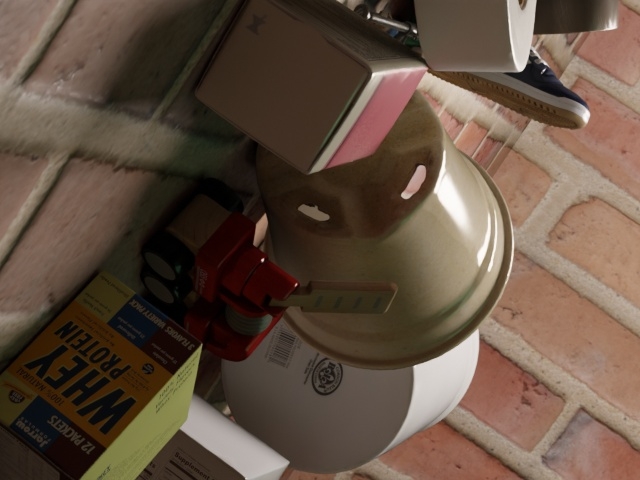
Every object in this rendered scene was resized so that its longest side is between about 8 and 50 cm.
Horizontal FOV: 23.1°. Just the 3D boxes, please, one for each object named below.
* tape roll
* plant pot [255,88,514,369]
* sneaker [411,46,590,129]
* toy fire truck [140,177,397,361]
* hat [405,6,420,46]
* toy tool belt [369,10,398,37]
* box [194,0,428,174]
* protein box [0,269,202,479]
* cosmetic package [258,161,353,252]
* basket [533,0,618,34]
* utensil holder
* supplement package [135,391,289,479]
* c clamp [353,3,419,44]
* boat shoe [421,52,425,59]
[{"bbox_3d":[0.170,-0.323,1.674,0.286,0.100,0.286,2,90,-75],"label":"tape roll"},{"bbox_3d":[0.058,-0.045,1.917,0.334,0.334,0.305,-53,158,-11],"label":"plant pot"},{"bbox_3d":[0.275,-0.270,2.201,0.153,0.282,0.099,-60,155,-6],"label":"sneaker"},{"bbox_3d":[-0.062,0.060,1.783,0.158,0.246,0.217,-49,168,-26],"label":"toy fire truck"},{"bbox_3d":[0.180,-0.357,2.099,0.208,0.173,0.184,-15,104,-83],"label":"hat"},{"bbox_3d":[0.079,-0.259,1.947,0.052,0.051,0.083,-55,169,-1],"label":"toy tool belt"},{"bbox_3d":[-0.004,-0.166,1.608,0.127,0.148,0.232,-58,169,17],"label":"box"},{"bbox_3d":[-0.245,0.179,1.649,0.200,0.136,0.201,-48,168,-28],"label":"protein box"},{"bbox_3d":[0.000,0.000,2.224,0.231,0.117,0.085,-50,169,-16],"label":"cosmetic package"},{"bbox_3d":[0.325,-0.389,2.067,0.204,0.154,0.227,-31,118,-71],"label":"basket"},{"bbox_3d":[0.054,0.182,2.452,0.328,0.327,0.385,-57,168,13],"label":"utensil holder"},{"bbox_3d":[-0.186,0.309,2.113,0.145,0.204,0.262,-56,169,4],"label":"supplement package"},{"bbox_3d":[0.068,-0.249,1.882,0.160,0.022,0.137,-1,136,-50],"label":"c clamp"},{"bbox_3d":[0.222,-0.302,1.929,0.254,0.079,0.095,-51,180,19],"label":"boat shoe"}]
